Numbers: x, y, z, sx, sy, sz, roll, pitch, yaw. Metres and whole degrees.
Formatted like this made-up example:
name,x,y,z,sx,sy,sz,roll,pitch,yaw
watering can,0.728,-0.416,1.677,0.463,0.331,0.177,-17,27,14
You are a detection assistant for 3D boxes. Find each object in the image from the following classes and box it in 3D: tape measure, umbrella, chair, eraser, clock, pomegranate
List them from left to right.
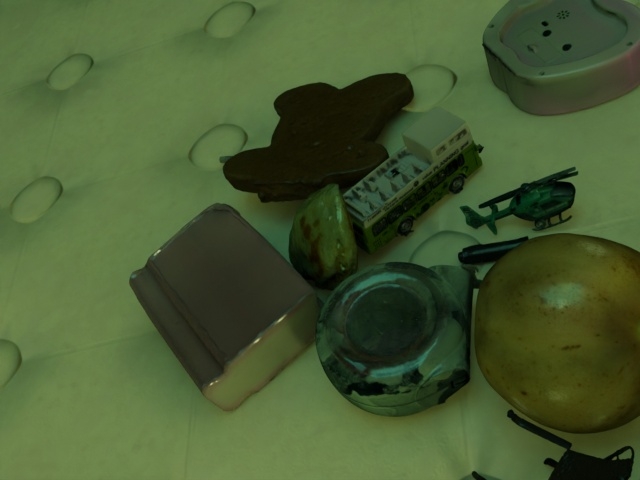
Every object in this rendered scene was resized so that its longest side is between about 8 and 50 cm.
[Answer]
name,x,y,z,sx,sy,sz,roll,pitch,yaw
eraser,-0.181,0.110,1.734,0.272,0.122,0.359,-42,48,-3
tape measure,0.132,0.166,1.527,0.275,0.147,0.256,-4,53,18
umbrella,0.314,0.018,1.642,0.133,0.031,0.036,-10,27,19
chair,0.335,0.339,1.240,0.213,0.149,0.174,9,54,51
clock,0.508,-0.408,1.861,0.338,0.102,0.338,-13,48,15
pomegranate,0.384,0.129,1.334,0.319,0.319,0.319,-14,48,15

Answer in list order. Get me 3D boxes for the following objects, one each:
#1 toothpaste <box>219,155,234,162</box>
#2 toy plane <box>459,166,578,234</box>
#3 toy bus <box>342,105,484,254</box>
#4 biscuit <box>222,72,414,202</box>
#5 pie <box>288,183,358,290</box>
name,x,y,z,sx,sy,sz,roll,pitch,yaw
toothpaste,-0.191,-0.185,2.075,0.083,0.015,0.024,-1,51,18
toy plane,0.370,-0.063,1.643,0.235,0.096,0.060,-22,40,33
toy bus,0.168,-0.115,1.742,0.301,0.139,0.113,-39,46,-15
biscuit,-0.001,-0.213,1.941,0.368,0.076,0.394,-4,40,23
pie,0.000,0.000,1.695,0.090,0.248,0.201,-5,84,-21
